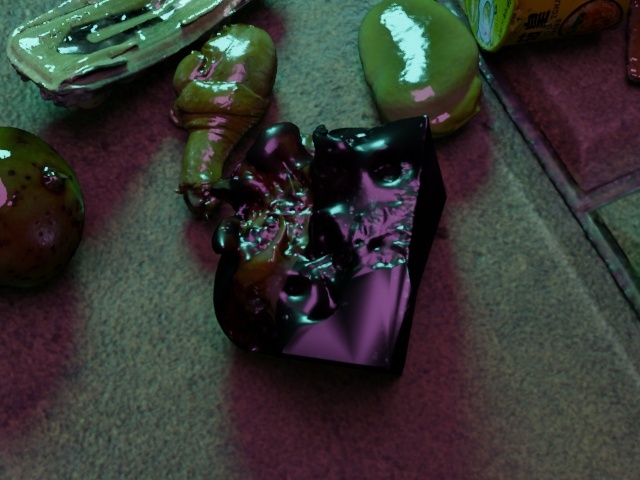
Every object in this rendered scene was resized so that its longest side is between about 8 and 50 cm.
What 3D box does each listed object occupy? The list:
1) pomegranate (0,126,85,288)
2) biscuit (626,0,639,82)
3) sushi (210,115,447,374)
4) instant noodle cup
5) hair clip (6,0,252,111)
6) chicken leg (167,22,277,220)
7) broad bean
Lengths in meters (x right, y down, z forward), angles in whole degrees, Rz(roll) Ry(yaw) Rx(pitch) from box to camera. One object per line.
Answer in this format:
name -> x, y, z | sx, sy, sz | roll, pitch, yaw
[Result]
pomegranate -> -0.323, -0.022, 1.432 | 0.205, 0.159, 0.159 | -18, 62, 20
biscuit -> 0.443, -0.210, 1.584 | 0.231, 0.025, 0.131 | 8, 65, 3
sushi -> 0.000, 0.001, 1.397 | 0.213, 0.215, 0.227 | 8, 84, 9
instant noodle cup -> 0.243, -0.288, 1.548 | 0.144, 0.182, 0.182 | -2, 63, -12
hair clip -> -0.181, -0.229, 1.562 | 0.321, 0.091, 0.138 | -36, 58, -28
chicken leg -> -0.110, -0.126, 1.516 | 0.103, 0.088, 0.227 | 19, 70, -2
broad bean -> 0.104, -0.181, 1.537 | 0.124, 0.082, 0.174 | -5, 65, 0
